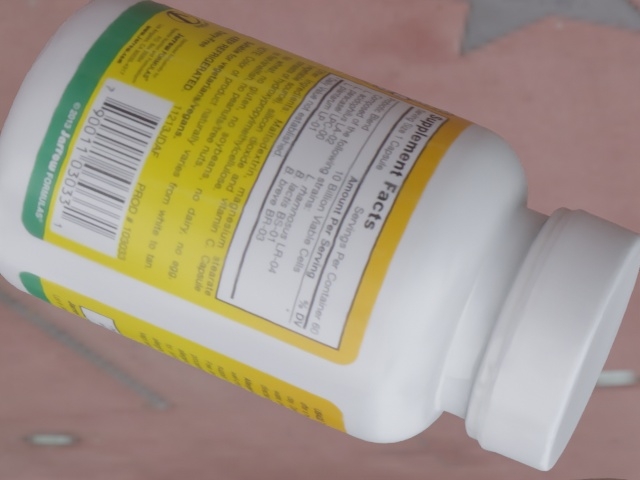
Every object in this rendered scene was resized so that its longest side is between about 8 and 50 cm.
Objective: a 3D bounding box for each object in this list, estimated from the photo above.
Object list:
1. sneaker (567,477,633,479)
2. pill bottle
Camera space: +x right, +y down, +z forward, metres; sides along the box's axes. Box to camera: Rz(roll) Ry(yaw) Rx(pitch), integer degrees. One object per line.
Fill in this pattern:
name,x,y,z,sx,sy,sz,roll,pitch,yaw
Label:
sneaker,0.079,0.233,1.214,0.302,0.121,0.108,-7,-174,-14
pill bottle,0.000,0.000,0.670,0.208,0.118,0.117,22,167,14
